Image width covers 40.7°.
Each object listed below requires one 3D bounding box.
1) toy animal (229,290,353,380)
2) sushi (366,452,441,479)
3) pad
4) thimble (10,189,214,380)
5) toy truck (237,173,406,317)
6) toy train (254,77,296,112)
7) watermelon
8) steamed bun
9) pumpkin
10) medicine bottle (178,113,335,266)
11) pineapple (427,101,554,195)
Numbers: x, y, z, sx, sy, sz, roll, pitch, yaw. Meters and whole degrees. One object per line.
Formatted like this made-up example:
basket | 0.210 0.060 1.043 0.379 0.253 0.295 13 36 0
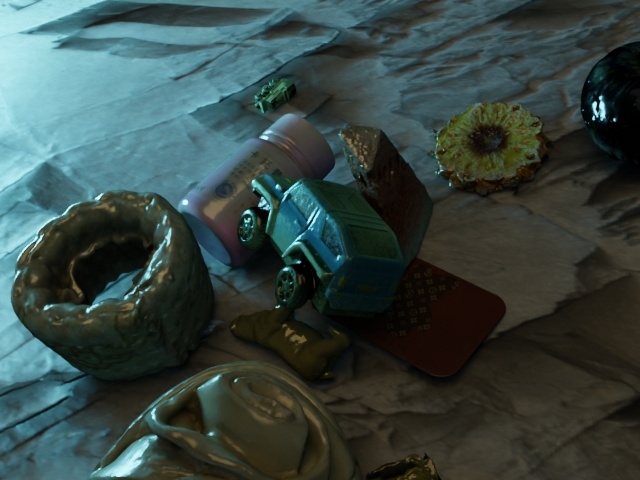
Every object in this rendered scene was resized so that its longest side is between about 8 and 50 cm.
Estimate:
toy animal | -0.048 0.142 1.305 0.219 0.103 0.101 30 89 28
sushi | 0.116 0.401 1.017 0.139 0.131 0.291 -17 57 0
pad | 0.132 0.097 1.317 0.267 0.004 0.181 26 55 31
thimble | -0.312 0.076 1.354 0.292 0.195 0.291 -7 56 11
toy truck | 0.000 0.000 1.283 0.279 0.155 0.156 53 124 43
toy train | -0.090 -0.283 1.680 0.053 0.033 0.083 27 64 28
watermelon | 0.092 -0.079 1.333 0.095 0.241 0.154 -4 47 23
steamed bun | -0.118 0.281 1.039 0.324 0.219 0.310 -27 46 -31
pumpkin | 0.533 -0.219 1.369 0.233 0.163 0.233 -8 49 9
medicine bottle | -0.104 -0.088 1.450 0.152 0.152 0.254 31 68 33
pineapple | 0.283 -0.163 1.471 0.221 0.047 0.221 -9 51 11
